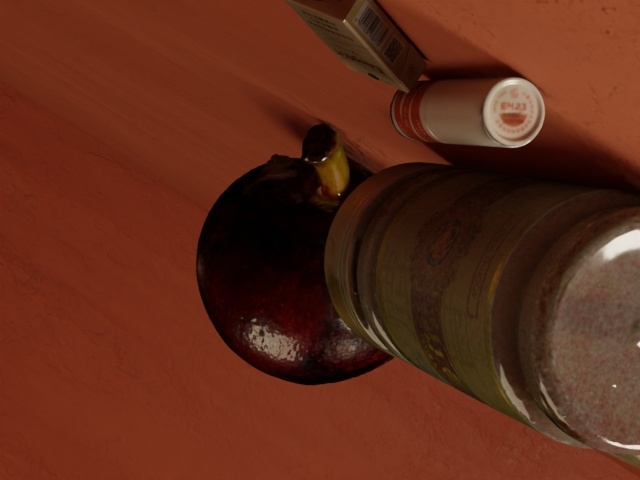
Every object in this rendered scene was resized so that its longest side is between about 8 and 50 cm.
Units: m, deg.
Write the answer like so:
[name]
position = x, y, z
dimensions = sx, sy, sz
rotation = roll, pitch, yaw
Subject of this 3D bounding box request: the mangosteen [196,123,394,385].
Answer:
[mangosteen]
position = 0.000, 0.000, 1.233
dimensions = 0.235, 0.235, 0.261
rotation = 30, 132, 23

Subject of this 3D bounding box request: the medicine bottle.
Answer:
[medicine bottle]
position = 0.125, 0.032, 0.854
dimensions = 0.151, 0.151, 0.322
rotation = 34, 175, -20

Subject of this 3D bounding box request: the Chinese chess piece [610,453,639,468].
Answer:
[Chinese chess piece]
position = 0.261, 0.137, 1.345
dimensions = 0.273, 0.102, 0.273
rotation = 32, 175, 3

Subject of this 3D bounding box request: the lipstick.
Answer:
[lipstick]
position = 0.081, -0.074, 0.742
dimensions = 0.038, 0.038, 0.131
rotation = 34, 175, -19

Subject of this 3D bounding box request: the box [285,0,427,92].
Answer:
[box]
position = 0.020, -0.120, 0.747
dimensions = 0.053, 0.024, 0.083
rotation = 29, 176, 37
